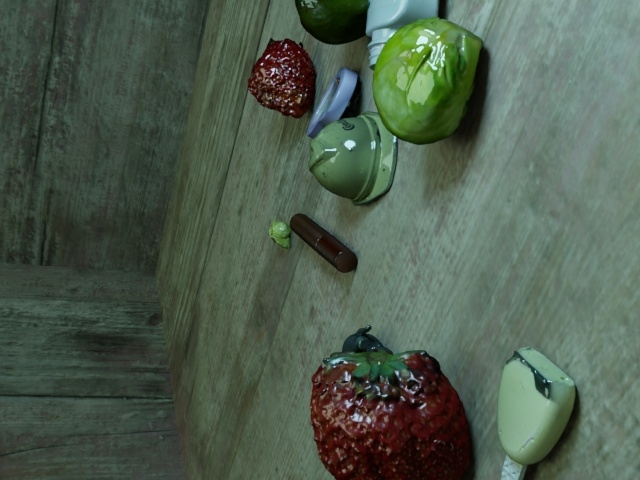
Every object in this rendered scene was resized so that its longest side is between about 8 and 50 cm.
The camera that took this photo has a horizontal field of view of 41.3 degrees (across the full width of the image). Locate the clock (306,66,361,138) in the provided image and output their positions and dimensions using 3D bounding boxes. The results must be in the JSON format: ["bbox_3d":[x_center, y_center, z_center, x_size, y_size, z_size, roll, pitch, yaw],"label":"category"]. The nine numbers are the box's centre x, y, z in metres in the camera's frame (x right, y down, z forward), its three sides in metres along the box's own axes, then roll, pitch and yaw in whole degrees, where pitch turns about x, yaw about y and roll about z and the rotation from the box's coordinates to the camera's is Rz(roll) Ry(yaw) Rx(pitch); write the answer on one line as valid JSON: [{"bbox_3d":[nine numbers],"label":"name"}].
[{"bbox_3d":[0.043,-0.315,1.934,0.198,0.064,0.172,-39,26,62],"label":"clock"}]

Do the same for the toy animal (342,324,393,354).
[{"bbox_3d":[0.088,0.299,1.678,0.137,0.082,0.269,-162,74,-72],"label":"toy animal"}]

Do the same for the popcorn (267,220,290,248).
[{"bbox_3d":[-0.109,-0.015,2.300,0.068,0.060,0.083,126,135,-54],"label":"popcorn"}]

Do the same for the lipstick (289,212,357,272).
[{"bbox_3d":[0.000,0.000,2.007,0.357,0.057,0.057,-142,59,-66],"label":"lipstick"}]

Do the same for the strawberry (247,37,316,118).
[{"bbox_3d":[-0.089,-0.408,2.200,0.201,0.187,0.184,58,-171,19],"label":"strawberry"}]

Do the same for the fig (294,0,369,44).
[{"bbox_3d":[0.066,-0.510,1.784,0.245,0.195,0.195,2,87,41],"label":"fig"}]

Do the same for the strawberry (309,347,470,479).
[{"bbox_3d":[0.108,0.324,1.401,0.250,0.239,0.288,-172,77,-74],"label":"strawberry"}]

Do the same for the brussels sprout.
[{"bbox_3d":[0.178,-0.267,1.437,0.223,0.161,0.223,-169,90,-74],"label":"brussels sprout"}]

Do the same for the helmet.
[{"bbox_3d":[0.047,-0.180,1.804,0.258,0.137,0.203,170,104,-69],"label":"helmet"}]

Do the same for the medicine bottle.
[{"bbox_3d":[0.158,-0.481,1.600,0.179,0.124,0.324,-174,87,-69],"label":"medicine bottle"}]

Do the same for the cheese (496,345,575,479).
[{"bbox_3d":[0.283,0.284,1.196,0.127,0.054,0.251,-131,48,-62],"label":"cheese"}]
